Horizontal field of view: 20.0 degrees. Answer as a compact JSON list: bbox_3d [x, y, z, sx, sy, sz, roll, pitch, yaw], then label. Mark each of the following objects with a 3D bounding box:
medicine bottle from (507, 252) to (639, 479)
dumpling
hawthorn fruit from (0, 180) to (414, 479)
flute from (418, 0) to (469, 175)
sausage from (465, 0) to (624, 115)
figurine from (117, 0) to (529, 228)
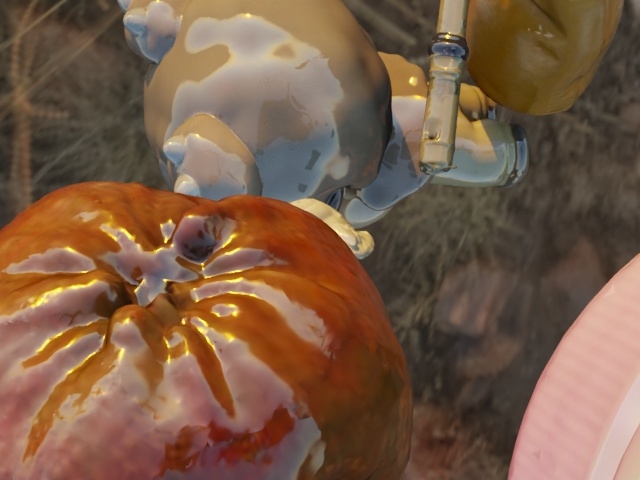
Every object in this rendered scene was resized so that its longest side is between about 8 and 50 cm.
[{"bbox_3d":[0.170,0.094,0.362,0.202,0.316,0.202,-1,97,-8],"label":"medicine bottle"},{"bbox_3d":[0.000,-0.003,1.088,0.057,0.052,0.076,-14,147,21],"label":"dumpling"},{"bbox_3d":[-0.079,0.095,0.901,0.258,0.258,0.262,36,141,-3],"label":"hawthorn fruit"},{"bbox_3d":[0.081,-0.152,1.069,0.027,0.027,0.233,5,80,13],"label":"flute"},{"bbox_3d":[0.181,-0.198,1.457,0.116,0.354,0.134,-29,79,-6],"label":"sausage"},{"bbox_3d":[0.010,-0.107,1.547,0.203,0.381,0.248,-41,54,41],"label":"figurine"}]
